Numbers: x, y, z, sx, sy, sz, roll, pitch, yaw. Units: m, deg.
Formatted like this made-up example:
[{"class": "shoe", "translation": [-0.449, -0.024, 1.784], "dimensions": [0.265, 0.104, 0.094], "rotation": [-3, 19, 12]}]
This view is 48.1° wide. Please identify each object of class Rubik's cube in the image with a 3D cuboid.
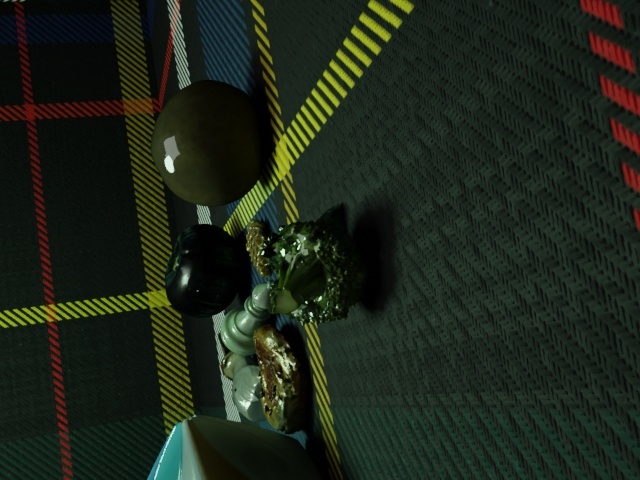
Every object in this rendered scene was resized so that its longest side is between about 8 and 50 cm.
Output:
[{"class": "Rubik's cube", "translation": [-0.199, 0.639, 1.609], "dimensions": [0.351, 0.352, 0.347], "rotation": [-65, 28, 13]}]

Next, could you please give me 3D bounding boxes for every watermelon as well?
[{"class": "watermelon", "translation": [0.003, 0.002, 1.364], "dimensions": [0.080, 0.101, 0.155], "rotation": [-98, 23, -44]}]

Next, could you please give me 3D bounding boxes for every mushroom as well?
[{"class": "mushroom", "translation": [-0.208, 0.412, 2.129], "dimensions": [0.159, 0.122, 0.329], "rotation": [-57, 24, 0]}]

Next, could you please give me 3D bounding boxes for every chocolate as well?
[{"class": "chocolate", "translation": [-0.291, 0.408, 2.443], "dimensions": [0.329, 0.065, 0.102], "rotation": [-137, 30, -65]}]

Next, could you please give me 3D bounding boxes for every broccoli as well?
[{"class": "broccoli", "translation": [-0.022, 0.058, 1.258], "dimensions": [0.198, 0.226, 0.176], "rotation": [55, -159, -3]}]

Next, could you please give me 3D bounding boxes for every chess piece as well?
[{"class": "chess piece", "translation": [-0.169, 0.186, 1.915], "dimensions": [0.271, 0.139, 0.139], "rotation": [-59, 40, 45]}]

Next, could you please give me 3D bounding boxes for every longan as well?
[{"class": "longan", "translation": [-0.285, -0.247, 1.841], "dimensions": [0.319, 0.319, 0.319], "rotation": [173, 90, -72]}]

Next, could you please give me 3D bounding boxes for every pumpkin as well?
[{"class": "pumpkin", "translation": [-0.358, 0.101, 2.272], "dimensions": [0.315, 0.238, 0.315], "rotation": [-31, 54, 56]}]

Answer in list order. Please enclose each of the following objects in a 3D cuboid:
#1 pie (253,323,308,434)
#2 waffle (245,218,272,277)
[{"class": "pie", "translation": [-0.103, 0.344, 1.790], "dimensions": [0.308, 0.085, 0.308], "rotation": [173, 90, -71]}, {"class": "waffle", "translation": [-0.167, 0.023, 1.937], "dimensions": [0.192, 0.046, 0.160], "rotation": [161, 103, -73]}]
